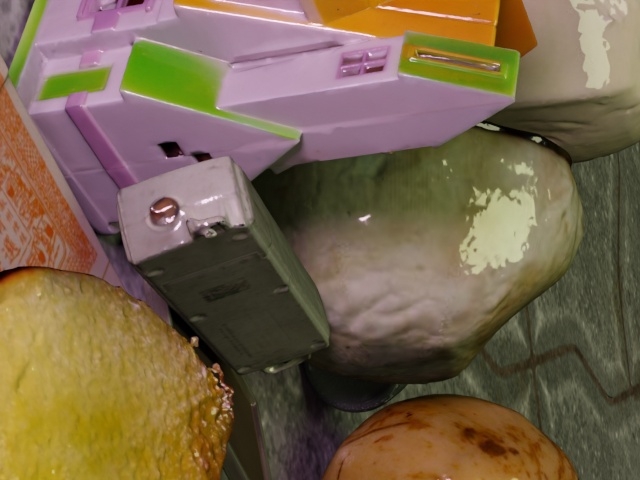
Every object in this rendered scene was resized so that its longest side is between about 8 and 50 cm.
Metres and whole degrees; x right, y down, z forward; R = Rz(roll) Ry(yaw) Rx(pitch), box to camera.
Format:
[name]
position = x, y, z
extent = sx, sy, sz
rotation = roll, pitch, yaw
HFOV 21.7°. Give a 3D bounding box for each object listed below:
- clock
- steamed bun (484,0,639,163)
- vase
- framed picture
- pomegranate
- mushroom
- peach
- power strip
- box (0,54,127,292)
[clock]
position = -0.009, -0.151, 1.021
extent = 0.166, 0.309, 0.235
rotation = 60, 32, -46
[steamed bun]
position = 0.178, -0.253, 1.532
extent = 0.456, 0.290, 0.371
rotation = -6, 94, -70
[vase]
position = 0.058, 0.089, 1.416
extent = 0.214, 0.086, 0.086
rotation = -8, 91, -72
[framed picture]
position = -0.073, 0.092, 1.107
extent = 0.150, 0.015, 0.203
rotation = -106, 173, -52
[pomegranate]
position = 0.096, 0.227, 1.316
extent = 0.215, 0.215, 0.215
rotation = -7, 90, -67
[mushroom]
position = 0.073, 0.015, 1.223
extent = 0.267, 0.189, 0.164
rotation = 16, 64, -34
[peach]
position = -0.132, 0.107, 0.839
extent = 0.279, 0.068, 0.189
rotation = -5, 83, -65
[power strip]
position = -0.054, 0.022, 1.036
extent = 0.272, 0.078, 0.052
rotation = 58, 15, -67
[box]
position = -0.181, 0.040, 0.889
extent = 0.205, 0.051, 0.365
rotation = -71, 146, -46
